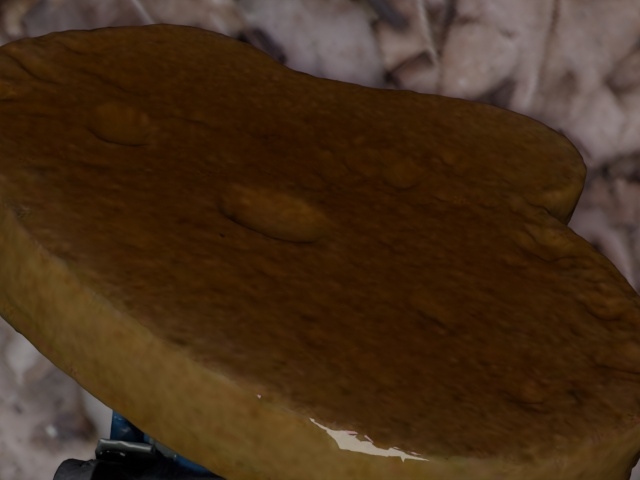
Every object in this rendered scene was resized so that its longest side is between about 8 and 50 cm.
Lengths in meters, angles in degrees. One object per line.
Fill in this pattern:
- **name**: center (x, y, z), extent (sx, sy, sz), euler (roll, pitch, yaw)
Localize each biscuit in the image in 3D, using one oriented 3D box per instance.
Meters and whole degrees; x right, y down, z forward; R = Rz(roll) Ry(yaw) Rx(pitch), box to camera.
- **biscuit**: center (-0.001, 0.002, 0.802), extent (0.344, 0.287, 0.057), euler (32, 126, 28)

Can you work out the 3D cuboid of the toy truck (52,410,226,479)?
- **toy truck**: center (-0.046, 0.200, 0.876), extent (0.146, 0.175, 0.367), euler (9, 101, 7)
